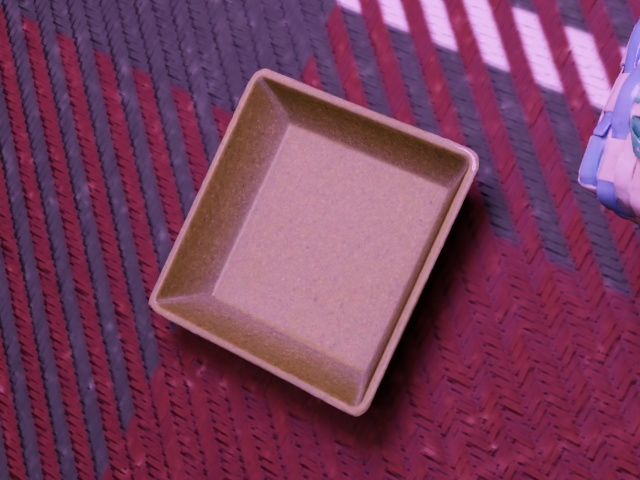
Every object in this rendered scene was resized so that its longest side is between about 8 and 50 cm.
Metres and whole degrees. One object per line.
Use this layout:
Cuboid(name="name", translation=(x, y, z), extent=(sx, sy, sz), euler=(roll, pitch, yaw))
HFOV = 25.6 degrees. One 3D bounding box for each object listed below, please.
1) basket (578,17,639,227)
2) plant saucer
Cuboid(name="basket", translation=(0.298, -0.062, 0.739), extent=(0.289, 0.201, 0.255), euler=(15, 84, 38))
Cuboid(name="plant saucer", translation=(0.000, 0.000, 0.960), extent=(0.188, 0.045, 0.188), euler=(25, 90, 29))
